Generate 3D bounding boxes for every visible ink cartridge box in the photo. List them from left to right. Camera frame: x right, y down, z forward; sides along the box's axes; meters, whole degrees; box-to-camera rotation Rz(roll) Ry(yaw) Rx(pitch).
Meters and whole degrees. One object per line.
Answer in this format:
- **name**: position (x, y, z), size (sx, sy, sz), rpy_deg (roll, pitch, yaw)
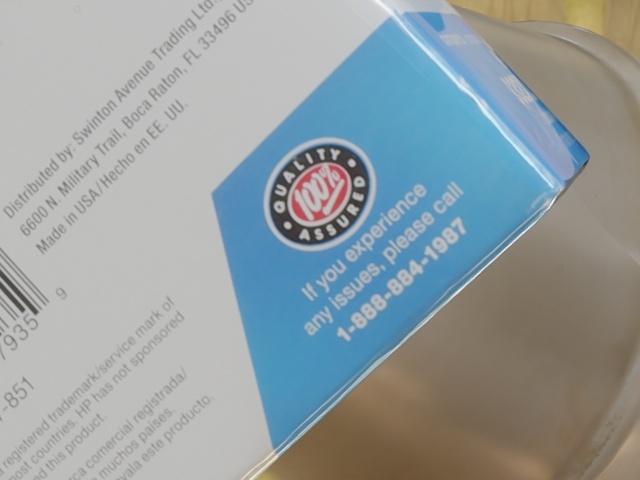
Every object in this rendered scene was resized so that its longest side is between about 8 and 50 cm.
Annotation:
- **ink cartridge box**: position (-0.096, -0.060, 0.507), size (0.223, 0.129, 0.307), rpy_deg (-44, -94, 17)

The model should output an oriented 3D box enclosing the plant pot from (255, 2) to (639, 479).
- **plant pot**: position (0.000, 0.000, 0.728), size (0.280, 0.323, 0.323), rpy_deg (26, -41, -36)
